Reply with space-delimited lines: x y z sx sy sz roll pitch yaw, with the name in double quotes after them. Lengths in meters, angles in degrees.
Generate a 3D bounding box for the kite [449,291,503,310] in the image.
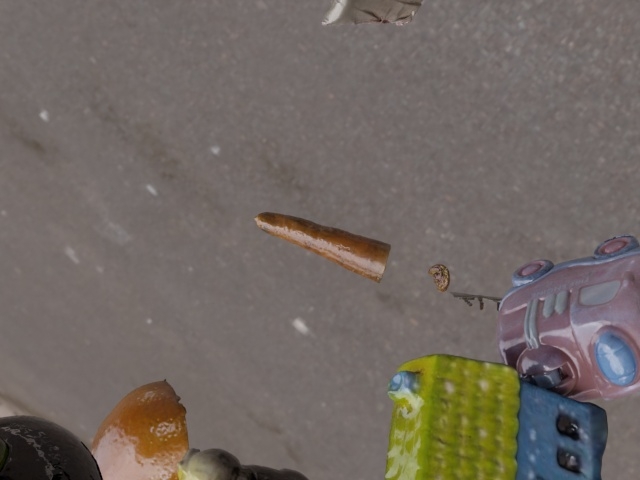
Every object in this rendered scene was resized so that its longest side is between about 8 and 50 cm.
0.342 0.125 2.228 0.127 0.016 0.229 2 -176 2 "kite"

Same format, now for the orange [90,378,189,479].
-0.334 0.433 2.092 0.274 0.274 0.310 28 163 28 "orange"

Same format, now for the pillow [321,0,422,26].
0.099 -0.420 1.654 0.067 0.270 0.173 24 113 29 "pillow"

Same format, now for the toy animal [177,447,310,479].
-0.105 0.356 1.459 0.233 0.121 0.168 15 147 -27 "toy animal"

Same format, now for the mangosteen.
-0.458 0.404 1.539 0.330 0.330 0.330 33 154 18 "mangosteen"

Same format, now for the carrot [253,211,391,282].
0.000 0.000 1.576 0.209 0.061 0.061 20 154 0 "carrot"

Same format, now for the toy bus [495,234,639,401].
0.398 0.141 1.566 0.294 0.232 0.197 -17 107 29 "toy bus"

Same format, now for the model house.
0.209 0.299 1.448 0.303 0.237 0.215 24 149 -26 "model house"

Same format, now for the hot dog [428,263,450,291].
0.261 0.081 2.301 0.058 0.035 0.083 62 175 15 "hot dog"
